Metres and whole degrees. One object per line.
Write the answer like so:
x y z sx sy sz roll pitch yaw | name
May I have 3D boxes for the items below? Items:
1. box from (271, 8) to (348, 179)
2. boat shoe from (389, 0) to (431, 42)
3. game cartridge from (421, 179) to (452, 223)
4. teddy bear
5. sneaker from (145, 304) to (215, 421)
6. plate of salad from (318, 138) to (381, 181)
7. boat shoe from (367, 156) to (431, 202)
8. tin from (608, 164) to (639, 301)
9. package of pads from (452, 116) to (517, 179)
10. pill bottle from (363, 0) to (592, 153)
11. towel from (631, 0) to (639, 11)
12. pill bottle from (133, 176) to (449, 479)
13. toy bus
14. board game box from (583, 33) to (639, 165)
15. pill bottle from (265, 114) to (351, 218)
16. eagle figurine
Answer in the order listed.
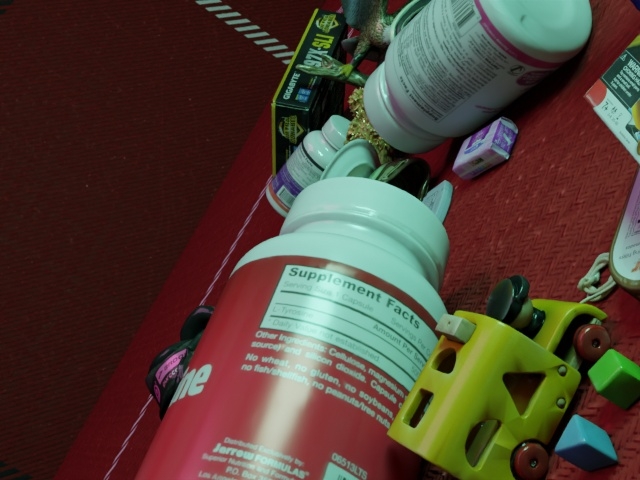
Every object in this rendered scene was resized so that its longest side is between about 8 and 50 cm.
-0.018 -0.266 1.793 0.257 0.079 0.322 94 -168 -48 | box
0.197 -0.323 1.259 0.233 0.084 0.079 -28 10 -23 | boat shoe
0.140 -0.035 1.129 0.056 0.017 0.083 -43 20 54 | game cartridge
0.111 -0.210 1.409 0.338 0.113 0.245 -52 17 21 | teddy bear
-0.128 0.226 1.087 0.185 0.202 0.483 -55 14 12 | sneaker
0.027 -0.045 1.244 0.200 0.048 0.200 -39 -41 -45 | plate of salad
0.070 -0.011 1.163 0.095 0.095 0.257 -24 36 56 | boat shoe
0.270 -0.036 0.660 0.190 0.040 0.106 -64 11 -24 | tin
0.195 -0.108 1.067 0.083 0.032 0.050 -32 30 60 | package of pads
0.180 -0.226 1.109 0.283 0.160 0.160 -36 25 55 | pill bottle
0.308 -0.315 0.723 0.228 0.076 0.308 -49 55 39 | towel
-0.010 0.144 0.818 0.229 0.229 0.408 -40 22 50 | pill bottle
0.135 0.095 0.687 0.191 0.104 0.202 -47 18 34 | toy bus
0.291 -0.081 0.528 0.193 0.053 0.305 -51 27 24 | board game box
-0.005 -0.130 1.627 0.193 0.108 0.108 -49 16 28 | pill bottle
0.125 -0.401 1.587 0.226 0.225 0.298 -5 -57 -52 | eagle figurine
